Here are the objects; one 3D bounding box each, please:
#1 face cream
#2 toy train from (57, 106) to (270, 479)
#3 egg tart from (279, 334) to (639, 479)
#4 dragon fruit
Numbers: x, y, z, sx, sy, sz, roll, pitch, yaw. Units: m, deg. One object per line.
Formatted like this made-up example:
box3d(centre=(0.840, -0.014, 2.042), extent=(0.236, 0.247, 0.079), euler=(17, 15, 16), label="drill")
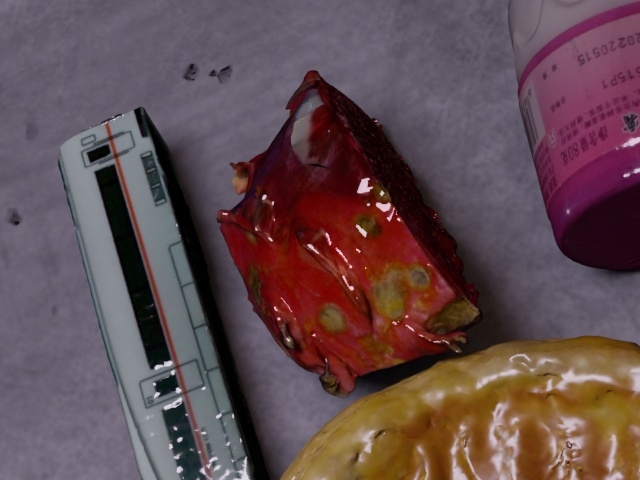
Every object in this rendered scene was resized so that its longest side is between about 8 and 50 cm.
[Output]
box3d(centre=(0.229, -0.099, 0.996), extent=(0.175, 0.175, 0.195), euler=(-13, 66, 6), label="face cream")
box3d(centre=(-0.104, 0.099, 1.026), extent=(0.088, 0.086, 0.407), euler=(-20, 64, 1), label="toy train")
box3d(centre=(0.139, 0.242, 0.863), extent=(0.387, 0.169, 0.388), euler=(-5, 58, 8), label="egg tart")
box3d(centre=(-0.010, -0.002, 0.993), extent=(0.161, 0.126, 0.274), euler=(-42, 37, 14), label="dragon fruit")
